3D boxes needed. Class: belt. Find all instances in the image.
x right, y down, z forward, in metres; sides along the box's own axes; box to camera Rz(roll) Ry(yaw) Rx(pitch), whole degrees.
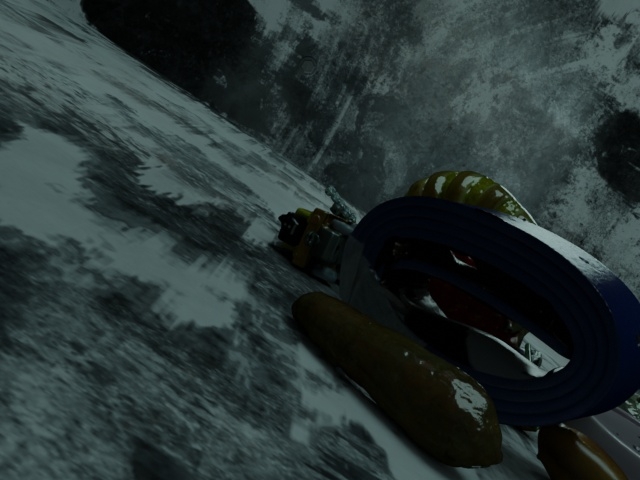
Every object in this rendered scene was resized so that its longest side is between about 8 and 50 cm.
[{"bbox_3d":[0.184,0.076,0.954,0.346,0.213,0.117,28,14,36],"label":"belt"},{"bbox_3d":[0.056,-0.008,1.543,0.179,0.100,0.065,37,10,-1],"label":"belt"}]

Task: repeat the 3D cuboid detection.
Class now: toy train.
[{"bbox_3d":[0.000,0.000,1.267,0.127,0.089,0.219,25,4,21],"label":"toy train"}]

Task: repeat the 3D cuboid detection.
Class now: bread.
[{"bbox_3d":[0.242,0.030,1.493,0.160,0.333,0.333,-20,43,-33],"label":"bread"}]

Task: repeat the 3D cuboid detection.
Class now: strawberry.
[{"bbox_3d":[0.198,0.078,1.304,0.244,0.205,0.205,14,-1,20],"label":"strawberry"}]

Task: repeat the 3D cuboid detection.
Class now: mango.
[{"bbox_3d":[0.286,0.251,0.933,0.127,0.063,0.077,44,6,31],"label":"mango"}]

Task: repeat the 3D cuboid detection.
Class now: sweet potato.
[{"bbox_3d":[0.057,0.114,0.791,0.273,0.075,0.075,34,5,38],"label":"sweet potato"}]

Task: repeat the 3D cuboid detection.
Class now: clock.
[{"bbox_3d":[0.407,0.288,1.141,0.196,0.068,0.197,30,13,-8],"label":"clock"}]

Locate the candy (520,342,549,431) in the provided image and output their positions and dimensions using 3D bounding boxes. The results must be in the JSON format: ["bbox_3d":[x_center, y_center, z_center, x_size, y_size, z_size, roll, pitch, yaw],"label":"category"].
[{"bbox_3d":[0.296,0.186,1.218,0.078,0.084,0.287,-3,10,12],"label":"candy"}]

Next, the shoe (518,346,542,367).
[{"bbox_3d":[0.362,0.221,1.557,0.071,0.064,0.143,24,3,15],"label":"shoe"}]

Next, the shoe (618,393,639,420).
[{"bbox_3d":[0.622,0.356,1.686,0.103,0.098,0.275,29,9,-11],"label":"shoe"}]
